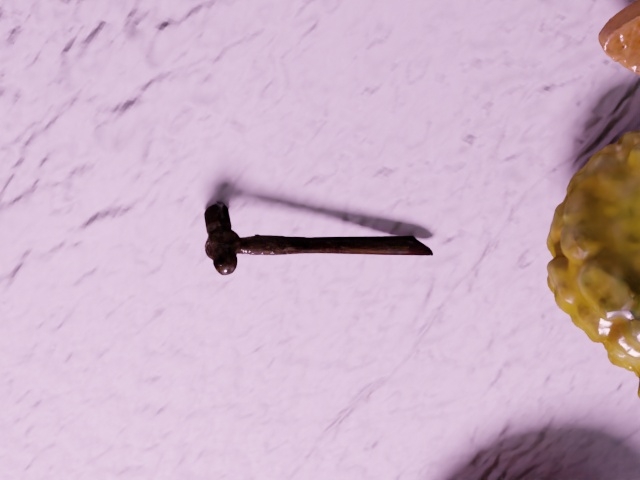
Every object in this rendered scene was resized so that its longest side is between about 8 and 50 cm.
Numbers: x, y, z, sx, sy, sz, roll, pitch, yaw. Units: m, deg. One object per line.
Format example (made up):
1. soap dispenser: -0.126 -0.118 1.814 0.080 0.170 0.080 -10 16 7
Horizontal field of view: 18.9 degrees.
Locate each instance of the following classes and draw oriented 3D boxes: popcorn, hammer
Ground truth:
1. popcorn: 0.271 0.014 1.379 0.218 0.169 0.189 39 118 -13
2. hammer: 0.000 0.000 1.428 0.178 0.065 0.021 0 134 -19

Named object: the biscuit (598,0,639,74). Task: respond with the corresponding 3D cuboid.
1. biscuit: 0.312 -0.151 1.329 0.250 0.035 0.162 -6 128 -9
